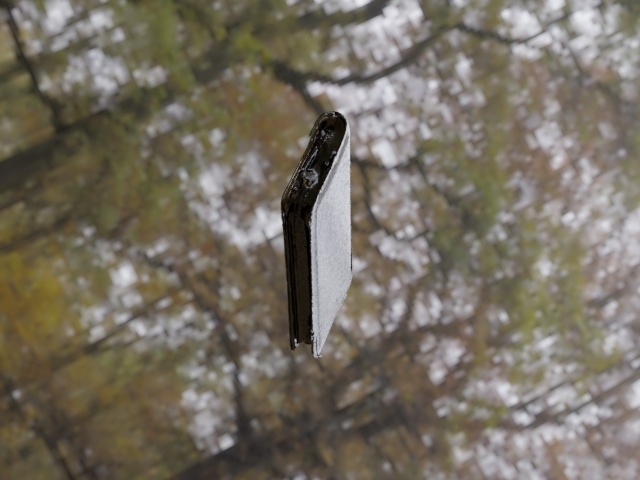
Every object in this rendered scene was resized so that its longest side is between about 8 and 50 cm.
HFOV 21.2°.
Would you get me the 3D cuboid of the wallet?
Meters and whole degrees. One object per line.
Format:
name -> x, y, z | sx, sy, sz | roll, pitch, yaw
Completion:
wallet -> 0.000, 0.000, 1.385 | 0.031, 0.110, 0.198 | 13, -39, 12
